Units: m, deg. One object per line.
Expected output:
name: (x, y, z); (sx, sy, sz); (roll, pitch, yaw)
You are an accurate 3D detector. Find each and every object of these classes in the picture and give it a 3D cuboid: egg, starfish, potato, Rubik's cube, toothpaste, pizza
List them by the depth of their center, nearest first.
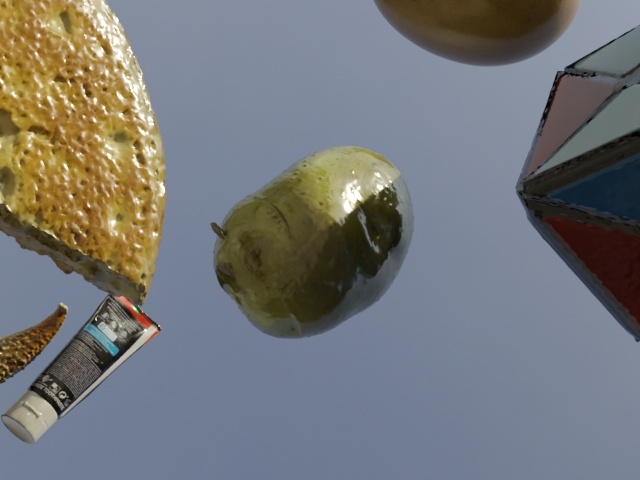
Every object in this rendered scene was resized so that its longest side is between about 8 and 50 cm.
pizza: (-0.196, -0.080, 0.687); (0.058, 0.197, 0.292); (-15, -79, 49)
potato: (0.000, 0.000, 1.073); (0.144, 0.248, 0.169); (8, -55, 36)
Rubik's cube: (0.378, -0.077, 1.087); (0.248, 0.246, 0.250); (-25, -154, 43)
starfish: (-0.390, 0.114, 1.120); (0.247, 0.138, 0.050); (-42, -154, -20)
toothpaste: (-0.255, 0.136, 1.163); (0.193, 0.071, 0.045); (-50, -172, -32)
egg: (0.228, -0.387, 1.599); (0.250, 0.323, 0.250); (-169, -90, -83)
